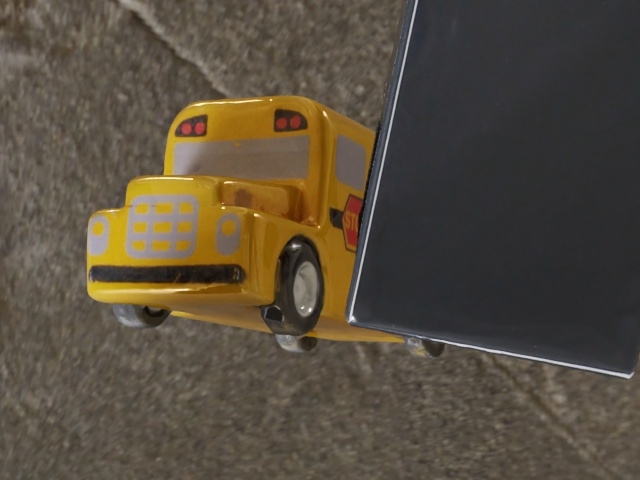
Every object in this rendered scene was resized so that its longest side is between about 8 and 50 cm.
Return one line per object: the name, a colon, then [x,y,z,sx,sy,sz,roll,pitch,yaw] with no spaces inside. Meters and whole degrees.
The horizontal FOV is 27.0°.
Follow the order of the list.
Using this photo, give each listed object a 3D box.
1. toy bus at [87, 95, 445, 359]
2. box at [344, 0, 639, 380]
toy bus: [0.000,0.000,0.800,0.108,0.333,0.130,0,82,27]
box: [0.083,-0.106,0.483,0.103,0.184,0.261,11,102,-2]
